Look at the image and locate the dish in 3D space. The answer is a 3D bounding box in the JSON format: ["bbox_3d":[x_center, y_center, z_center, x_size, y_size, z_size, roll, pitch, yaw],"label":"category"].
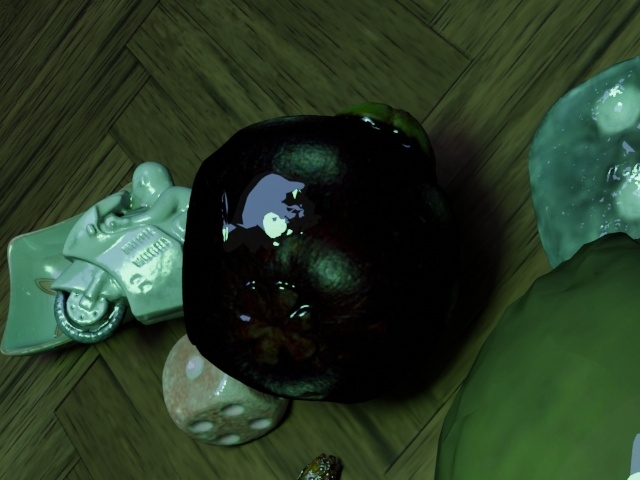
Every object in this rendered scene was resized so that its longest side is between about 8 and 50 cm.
[{"bbox_3d":[-0.249,0.043,1.729,0.212,0.077,0.151,-23,55,32],"label":"dish"}]

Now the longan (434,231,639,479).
[{"bbox_3d":[0.269,0.160,0.946,0.404,0.404,0.436,-56,43,3],"label":"longan"}]

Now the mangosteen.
[{"bbox_3d":[-0.004,0.001,1.415,0.287,0.233,0.287,178,90,-79],"label":"mangosteen"}]

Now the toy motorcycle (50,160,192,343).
[{"bbox_3d":[-0.152,-0.001,1.582,0.260,0.110,0.170,-18,77,1],"label":"toy motorcycle"}]

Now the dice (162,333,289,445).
[{"bbox_3d":[-0.090,0.137,1.518,0.093,0.091,0.094,-29,49,29],"label":"dice"}]

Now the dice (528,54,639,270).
[{"bbox_3d":[0.277,-0.029,1.204,0.181,0.182,0.183,-25,52,29],"label":"dice"}]

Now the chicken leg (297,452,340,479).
[{"bbox_3d":[-0.009,0.232,1.440,0.036,0.021,0.083,20,82,37],"label":"chicken leg"}]
